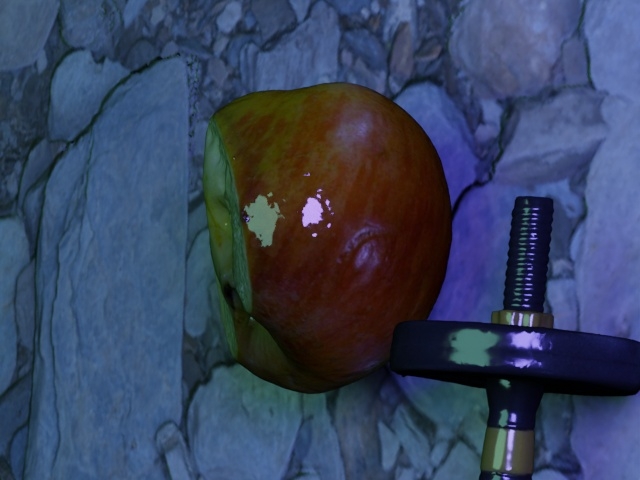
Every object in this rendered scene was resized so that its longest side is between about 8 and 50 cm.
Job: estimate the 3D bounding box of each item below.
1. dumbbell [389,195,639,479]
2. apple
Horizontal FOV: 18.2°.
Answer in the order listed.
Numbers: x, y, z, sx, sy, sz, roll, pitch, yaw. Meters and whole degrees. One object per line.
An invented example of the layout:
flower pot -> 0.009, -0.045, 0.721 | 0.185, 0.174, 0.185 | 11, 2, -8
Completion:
dumbbell -> 0.103, 0.137, 1.110 | 0.143, 0.143, 0.325 | 0, 82, 48
apple -> 0.000, 0.000, 1.236 | 0.195, 0.160, 0.173 | 98, 180, -65
